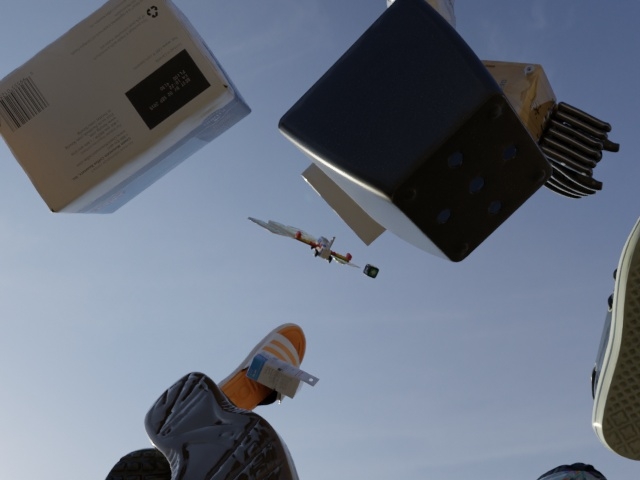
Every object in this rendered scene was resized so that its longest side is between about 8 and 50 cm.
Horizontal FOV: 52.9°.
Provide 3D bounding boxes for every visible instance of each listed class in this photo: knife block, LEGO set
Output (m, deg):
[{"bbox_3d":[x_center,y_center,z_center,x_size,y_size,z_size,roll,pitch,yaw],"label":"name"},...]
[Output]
[{"bbox_3d":[0.271,-0.153,0.926,0.242,0.276,0.088,39,-106,-50],"label":"knife block"},{"bbox_3d":[0.000,0.000,1.263,0.182,0.244,0.060,16,-79,-56],"label":"LEGO set"}]

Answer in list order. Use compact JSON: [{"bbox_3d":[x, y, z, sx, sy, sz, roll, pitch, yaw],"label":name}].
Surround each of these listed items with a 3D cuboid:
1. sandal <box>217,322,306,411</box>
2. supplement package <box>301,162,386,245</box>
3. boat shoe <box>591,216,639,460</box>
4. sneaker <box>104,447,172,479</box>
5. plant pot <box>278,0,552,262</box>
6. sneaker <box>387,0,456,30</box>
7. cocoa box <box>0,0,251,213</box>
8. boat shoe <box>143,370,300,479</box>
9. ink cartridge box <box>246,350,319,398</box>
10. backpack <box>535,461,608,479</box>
[{"bbox_3d":[-0.101,0.253,1.121,0.076,0.265,0.101,3,-54,49],"label":"sandal"},{"bbox_3d":[0.127,-0.150,1.326,0.198,0.263,0.199,-43,-91,22],"label":"supplement package"},{"bbox_3d":[0.564,0.110,1.058,0.187,0.156,0.499,15,-81,13],"label":"boat shoe"},{"bbox_3d":[-0.211,0.391,0.758,0.107,0.283,0.124,-1,-13,-6],"label":"sneaker"},{"bbox_3d":[0.106,-0.090,0.625,0.187,0.167,0.188,-44,-49,7],"label":"plant pot"},{"bbox_3d":[0.201,-0.407,1.248,0.138,0.366,0.210,-6,-81,16],"label":"sneaker"},{"bbox_3d":[-0.334,-0.230,1.106,0.347,0.228,0.231,-35,-91,5],"label":"cocoa box"},{"bbox_3d":[-0.082,0.237,0.639,0.122,0.341,0.110,-39,-67,-11],"label":"boat shoe"},{"bbox_3d":[-0.047,0.174,0.817,0.083,0.048,0.028,24,-86,10],"label":"ink cartridge box"},{"bbox_3d":[0.339,0.404,0.905,0.115,0.182,0.152,42,-64,8],"label":"backpack"}]
